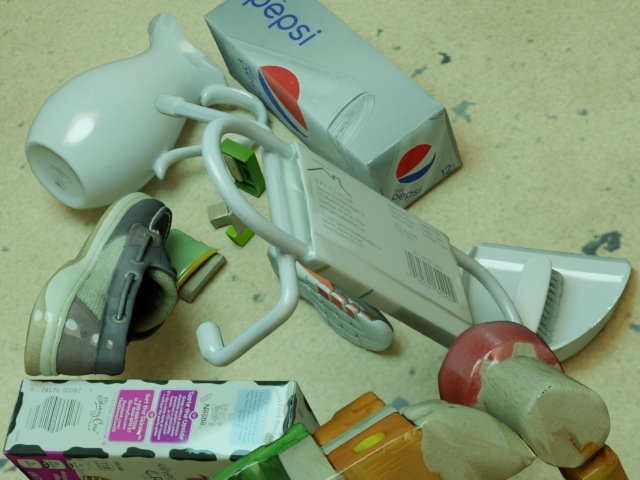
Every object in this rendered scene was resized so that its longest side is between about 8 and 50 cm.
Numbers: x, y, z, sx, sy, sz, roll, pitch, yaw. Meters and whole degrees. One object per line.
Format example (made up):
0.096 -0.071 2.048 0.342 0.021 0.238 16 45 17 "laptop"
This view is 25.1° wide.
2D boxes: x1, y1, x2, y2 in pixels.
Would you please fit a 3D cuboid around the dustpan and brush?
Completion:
0.171 0.079 1.206 0.147 0.060 0.211 7 58 21 "dustpan and brush"

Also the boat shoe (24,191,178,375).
-0.169 0.043 1.240 0.092 0.103 0.285 18 22 3 "boat shoe"

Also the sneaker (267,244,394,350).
0.020 0.035 1.287 0.065 0.061 0.158 -36 54 -20 "sneaker"

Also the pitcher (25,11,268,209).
-0.171 -0.112 1.421 0.177 0.125 0.207 34 58 19 "pitcher"

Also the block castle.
0.024 0.281 0.957 0.453 0.303 0.213 -31 9 -5 "block castle"

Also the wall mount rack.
0.000 0.000 1.128 0.130 0.350 0.304 -38 41 26 "wall mount rack"

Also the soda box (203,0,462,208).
0.008 -0.148 1.401 0.098 0.091 0.286 -37 53 -10 "soda box"

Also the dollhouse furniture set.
-0.112 -0.020 1.365 0.076 0.058 0.152 28 67 32 "dollhouse furniture set"

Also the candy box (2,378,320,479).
-0.114 0.177 1.159 0.233 0.159 0.071 -2 57 16 "candy box"
